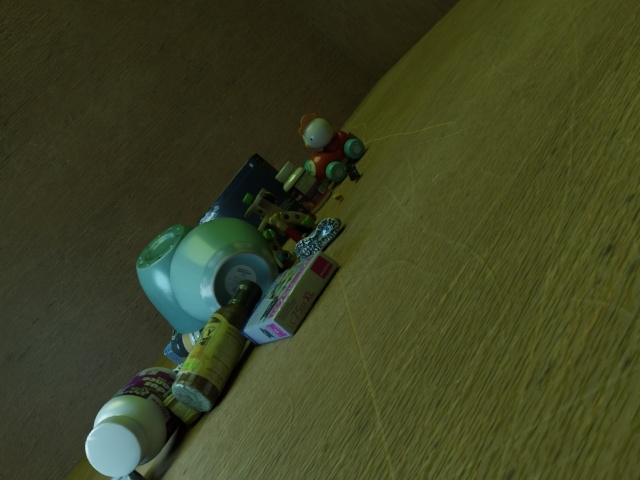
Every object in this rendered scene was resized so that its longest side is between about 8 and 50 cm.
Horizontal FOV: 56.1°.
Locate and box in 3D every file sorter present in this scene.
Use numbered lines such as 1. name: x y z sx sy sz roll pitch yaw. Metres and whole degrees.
1. file sorter: -0.499 0.396 2.218 0.118 0.104 0.170 -56 10 -25

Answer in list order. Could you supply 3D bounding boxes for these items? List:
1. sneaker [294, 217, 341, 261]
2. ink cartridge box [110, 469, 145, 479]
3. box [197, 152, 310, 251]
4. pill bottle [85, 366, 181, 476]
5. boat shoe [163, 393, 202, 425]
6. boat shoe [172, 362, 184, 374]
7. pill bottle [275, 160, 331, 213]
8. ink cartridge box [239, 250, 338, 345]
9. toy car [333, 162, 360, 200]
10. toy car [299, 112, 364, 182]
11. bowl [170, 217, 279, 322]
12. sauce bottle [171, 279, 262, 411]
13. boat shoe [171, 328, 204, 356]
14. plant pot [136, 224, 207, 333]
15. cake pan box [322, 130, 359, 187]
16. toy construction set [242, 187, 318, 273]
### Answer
1. sneaker: 0.000 0.000 1.549 0.162 0.063 0.073 -41 -5 27
2. ink cartridge box: -0.478 0.628 1.292 0.261 0.066 0.296 -53 9 -22
3. box: -0.249 -0.114 2.382 0.343 0.312 0.179 -49 9 10
4. pill bottle: -0.428 0.426 1.425 0.169 0.169 0.301 -49 2 9
5. boat shoe: -0.282 0.320 1.488 0.104 0.089 0.285 -45 10 34
6. boat shoe: -0.381 0.390 1.698 0.096 0.088 0.267 -45 10 32
7. pill bottle: -0.065 -0.197 2.180 0.108 0.193 0.108 -49 8 10
8. ink cartridge box: -0.085 0.139 1.347 0.185 0.065 0.311 -55 8 -24
9. toy car: 0.076 -0.182 1.879 0.122 0.060 0.040 -44 -23 0
10. toy car: -0.005 -0.356 2.211 0.210 0.238 0.219 -52 28 -8
11. bowl: -0.238 0.102 1.650 0.311 0.311 0.163 -52 29 -10
12. sauce bottle: -0.235 0.239 1.443 0.111 0.111 0.344 -43 16 43
13. boat shoe: -0.365 0.209 2.032 0.156 0.186 0.500 -24 25 25
14. plant pot: -0.407 0.095 1.813 0.293 0.235 0.293 -29 31 19
15. cake pan box: 0.058 -0.321 2.493 0.245 0.070 0.267 -50 10 21
16. toy construction set: -0.152 -0.046 1.857 0.257 0.237 0.309 -53 10 -16
